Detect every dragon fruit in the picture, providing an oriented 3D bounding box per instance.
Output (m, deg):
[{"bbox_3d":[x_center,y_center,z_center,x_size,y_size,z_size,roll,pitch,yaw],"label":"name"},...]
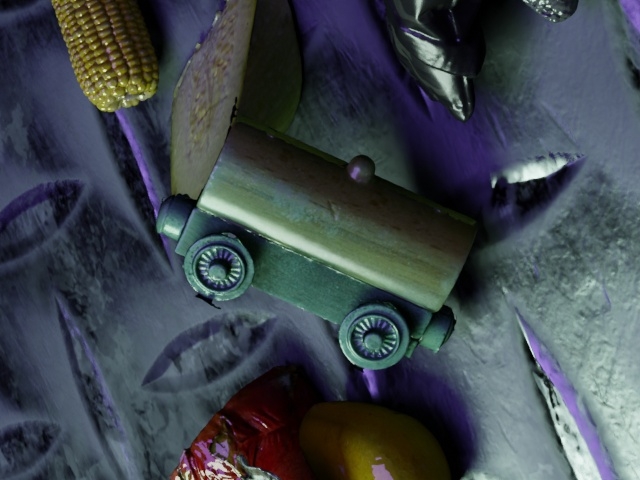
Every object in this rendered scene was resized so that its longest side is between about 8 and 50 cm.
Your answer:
[{"bbox_3d":[-0.067,0.230,1.908,0.120,0.161,0.127,46,144,29],"label":"dragon fruit"}]

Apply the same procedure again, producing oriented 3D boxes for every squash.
[{"bbox_3d":[-0.111,-0.136,1.820,0.204,0.155,0.237,54,138,17],"label":"squash"}]

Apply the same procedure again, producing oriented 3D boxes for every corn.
[{"bbox_3d":[-0.251,-0.262,1.970,0.093,0.093,0.244,-30,77,49],"label":"corn"}]

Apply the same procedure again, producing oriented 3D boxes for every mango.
[{"bbox_3d":[0.052,0.225,1.815,0.195,0.098,0.137,35,132,42],"label":"mango"}]

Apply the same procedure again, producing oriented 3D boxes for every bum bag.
[{"bbox_3d":[0.094,-0.234,1.519,0.340,0.095,0.144,86,164,-51],"label":"bum bag"}]

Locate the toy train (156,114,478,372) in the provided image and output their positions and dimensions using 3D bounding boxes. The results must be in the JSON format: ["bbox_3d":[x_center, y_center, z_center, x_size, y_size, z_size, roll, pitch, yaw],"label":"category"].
[{"bbox_3d":[0.001,-0.004,1.694,0.307,0.126,0.189,24,104,-4],"label":"toy train"}]

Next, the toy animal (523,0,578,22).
[{"bbox_3d":[0.170,-0.307,1.498,0.070,0.079,0.253,-21,88,45],"label":"toy animal"}]

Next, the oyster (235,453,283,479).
[{"bbox_3d":[-0.011,0.307,1.851,0.199,0.087,0.252,30,156,10],"label":"oyster"}]
